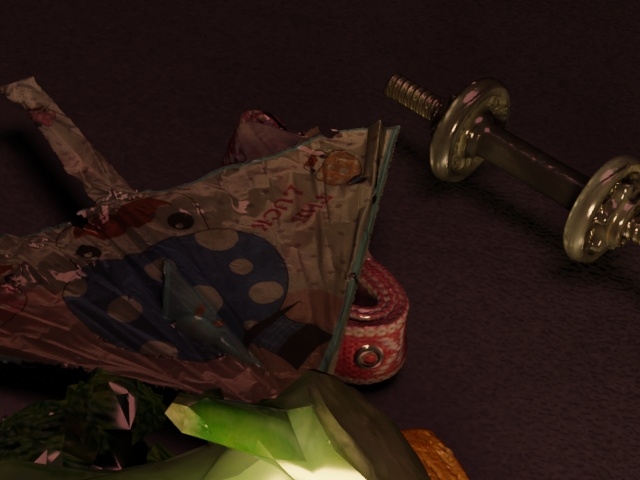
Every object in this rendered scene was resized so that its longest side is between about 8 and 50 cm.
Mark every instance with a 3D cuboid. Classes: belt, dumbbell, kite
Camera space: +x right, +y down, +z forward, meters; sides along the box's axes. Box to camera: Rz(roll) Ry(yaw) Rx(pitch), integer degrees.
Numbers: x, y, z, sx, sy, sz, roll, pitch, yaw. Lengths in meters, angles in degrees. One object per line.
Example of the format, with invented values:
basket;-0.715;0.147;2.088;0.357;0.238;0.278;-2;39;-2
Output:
belt;0.000;0.000;1.174;0.071;0.053;0.232;-8;39;-17
dumbbell;0.145;-0.048;1.273;0.254;0.082;0.081;33;38;26
kite;-0.103;-0.003;1.112;0.406;0.014;0.368;-19;45;-27

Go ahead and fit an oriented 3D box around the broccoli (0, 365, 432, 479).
broccoli;-0.086;0.185;0.656;0.310;0.413;0.321;-11;69;20

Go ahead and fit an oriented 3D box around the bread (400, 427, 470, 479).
bread;0.053;0.152;0.976;0.074;0.053;0.132;-3;38;-31
